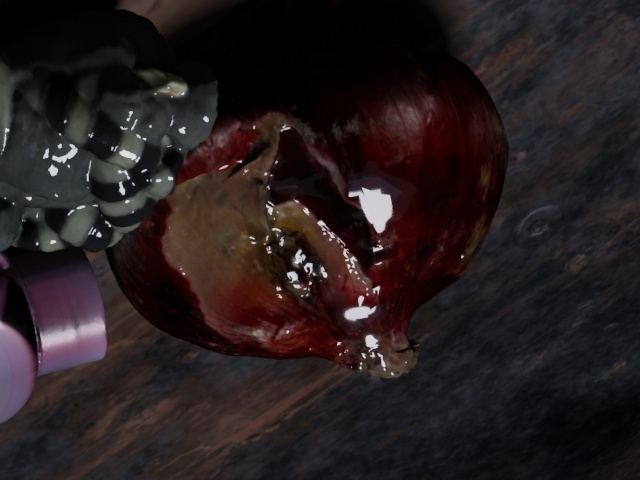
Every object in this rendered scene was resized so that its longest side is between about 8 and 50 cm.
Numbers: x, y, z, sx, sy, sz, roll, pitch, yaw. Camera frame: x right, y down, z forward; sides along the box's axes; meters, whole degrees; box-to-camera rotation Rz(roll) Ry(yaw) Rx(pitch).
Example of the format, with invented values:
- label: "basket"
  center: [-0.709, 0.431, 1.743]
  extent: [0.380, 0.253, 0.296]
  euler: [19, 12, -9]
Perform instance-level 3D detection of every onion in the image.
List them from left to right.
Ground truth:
- label: "onion"
  center: [0.000, 0.000, 1.061]
  extent: [0.272, 0.195, 0.272]
  euler: [-19, 152, -10]

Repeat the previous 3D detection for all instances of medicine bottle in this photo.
- label: "medicine bottle"
  center: [-0.235, 0.058, 1.045]
  extent: [0.188, 0.094, 0.119]
  euler: [-14, 140, -21]

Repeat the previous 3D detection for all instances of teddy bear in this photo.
- label: "teddy bear"
  center: [-0.202, -0.051, 0.905]
  extent: [0.251, 0.144, 0.171]
  euler: [-1, 149, -30]
